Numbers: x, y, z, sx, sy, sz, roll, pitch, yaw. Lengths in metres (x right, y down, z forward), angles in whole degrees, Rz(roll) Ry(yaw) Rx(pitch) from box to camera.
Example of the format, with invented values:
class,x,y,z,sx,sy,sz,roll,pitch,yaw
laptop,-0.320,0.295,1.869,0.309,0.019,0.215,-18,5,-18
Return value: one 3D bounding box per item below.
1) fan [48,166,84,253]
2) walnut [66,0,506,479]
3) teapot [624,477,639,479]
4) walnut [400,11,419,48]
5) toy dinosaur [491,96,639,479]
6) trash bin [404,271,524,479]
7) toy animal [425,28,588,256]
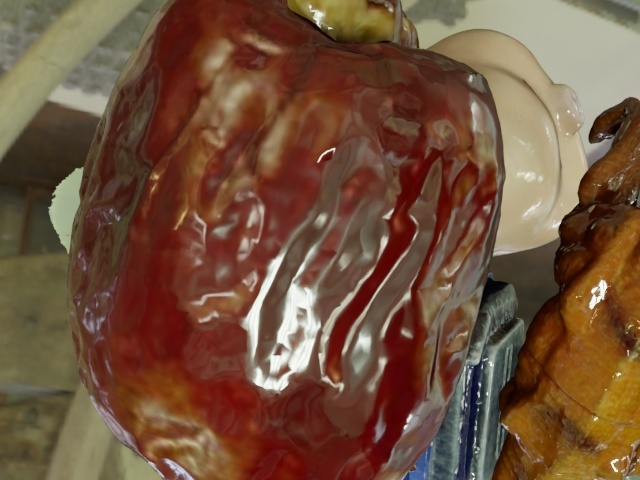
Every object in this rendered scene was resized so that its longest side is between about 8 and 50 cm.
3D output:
class,x,y,z,sx,sy,sz,roll,pitch,yaw
fan,-0.161,0.015,1.266,0.329,0.191,0.009,32,135,-7
walnut,0.000,0.000,0.565,0.243,0.221,0.269,9,112,-37
teapot,0.386,0.214,1.144,0.159,0.159,0.232,16,-179,-25
walnut,0.013,-0.119,0.755,0.115,0.116,0.207,3,167,-1
toy dinosaur,0.150,-0.002,0.464,0.097,0.208,0.432,21,122,12
trash bin,0.023,0.093,0.788,0.234,0.163,0.184,7,-170,21
toy animal,0.087,-0.066,0.998,0.326,0.237,0.269,-22,-170,23
